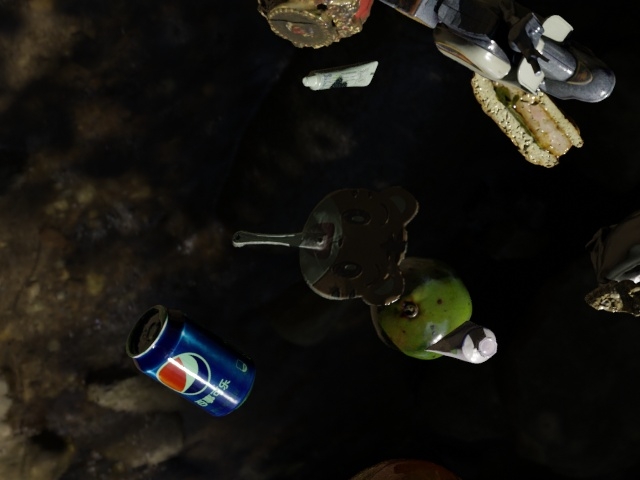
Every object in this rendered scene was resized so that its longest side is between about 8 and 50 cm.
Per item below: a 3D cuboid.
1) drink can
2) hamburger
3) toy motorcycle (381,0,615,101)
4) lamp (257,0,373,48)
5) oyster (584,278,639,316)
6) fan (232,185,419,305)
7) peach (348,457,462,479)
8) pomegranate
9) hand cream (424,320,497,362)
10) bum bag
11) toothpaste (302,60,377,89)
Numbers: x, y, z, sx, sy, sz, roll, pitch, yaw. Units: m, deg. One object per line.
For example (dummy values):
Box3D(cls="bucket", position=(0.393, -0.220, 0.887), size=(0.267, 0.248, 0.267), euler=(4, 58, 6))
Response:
Box3D(cls="drink can", position=(-0.208, 0.194, 1.538), size=(0.118, 0.118, 0.205), euler=(-43, 121, 14))
Box3D(cls="hamburger", position=(0.429, -0.280, 2.011), size=(0.124, 0.131, 0.262), euler=(-39, 98, 22))
Box3D(cls="toy motorcycle", position=(0.204, -0.224, 1.054), size=(0.157, 0.263, 0.090), euler=(15, 107, -52))
Box3D(cls="lamp", position=(0.009, -0.405, 1.315), size=(0.177, 0.177, 0.273), euler=(29, 72, -42))
Box3D(cls="oyster", position=(0.422, 0.081, 1.343), size=(0.083, 0.080, 0.038), euler=(-9, 126, -4))
Box3D(cls="fan", position=(0.000, 0.000, 1.137), size=(0.227, 0.152, 0.008), euler=(4, 160, 17))
Box3D(cls="peach", position=(0.155, 0.518, 1.532), size=(0.332, 0.308, 0.308), euler=(35, 110, -17))
Box3D(cls="pomegranate", position=(0.185, 0.120, 1.715), size=(0.187, 0.187, 0.225), euler=(-40, 164, 10))
Box3D(cls="hand cream", position=(0.214, 0.147, 1.403), size=(0.084, 0.142, 0.053), euler=(-32, 103, -14))
Box3D(cls="bum bag", position=(0.501, -0.011, 1.395), size=(0.080, 0.142, 0.326), euler=(28, 154, -10))
Box3D(cls="toothpaste", position=(0.033, -0.273, 1.591), size=(0.197, 0.029, 0.048), euler=(-19, 138, -51))
